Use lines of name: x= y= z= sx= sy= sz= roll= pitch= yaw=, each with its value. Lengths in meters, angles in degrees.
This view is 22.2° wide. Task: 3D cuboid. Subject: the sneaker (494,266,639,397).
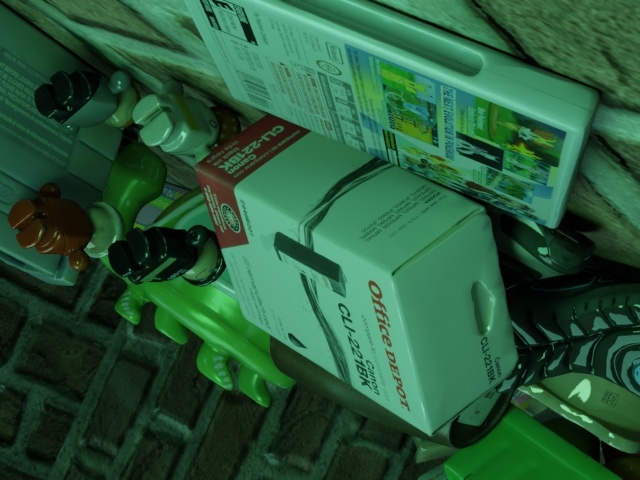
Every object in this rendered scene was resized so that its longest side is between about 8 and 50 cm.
sneaker: x=0.278 y=0.071 z=1.540 sx=0.341 sy=0.139 sz=0.125 roll=4 pitch=121 yaw=29

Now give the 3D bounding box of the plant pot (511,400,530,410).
plant pot: x=0.283 y=0.192 z=2.382 sx=0.134 sy=0.095 sz=0.134 roll=24 pitch=173 yaw=3

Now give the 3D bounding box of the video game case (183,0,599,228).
video game case: x=0.052 y=-0.109 z=1.213 sx=0.300 sy=0.036 sz=0.329 roll=23 pitch=172 yaw=9

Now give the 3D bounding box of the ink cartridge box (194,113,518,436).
ink cartridge box: x=0.031 y=0.024 z=1.462 sx=0.273 sy=0.114 sz=0.197 roll=28 pitch=145 yaw=42

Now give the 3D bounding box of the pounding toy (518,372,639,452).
pounding toy: x=0.332 y=0.121 z=1.693 sx=0.269 sy=0.154 sz=0.154 roll=31 pitch=-159 yaw=22

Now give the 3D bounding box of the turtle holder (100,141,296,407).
turtle holder: x=-0.118 y=0.031 z=1.974 sx=0.320 sy=0.227 sz=0.243 roll=34 pitch=178 yaw=39

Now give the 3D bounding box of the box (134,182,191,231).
box: x=-0.131 y=0.025 z=2.434 sx=0.214 sy=0.117 sz=0.243 roll=18 pitch=171 yaw=42

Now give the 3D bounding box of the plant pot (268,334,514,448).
plant pot: x=0.098 y=0.123 z=1.814 sx=0.230 sy=0.215 sz=0.215 roll=36 pitch=180 yaw=33

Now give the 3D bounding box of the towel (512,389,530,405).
towel: x=0.276 y=0.149 z=1.917 sx=0.144 sy=0.029 sz=0.197 roll=-20 pitch=163 yaw=10

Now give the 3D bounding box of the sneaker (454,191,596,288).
sneaker: x=0.157 y=0.017 z=1.496 sx=0.100 sy=0.108 sz=0.271 roll=29 pitch=170 yaw=-21

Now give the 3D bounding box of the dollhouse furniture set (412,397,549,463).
dollhouse furniture set: x=0.225 y=0.117 z=2.118 sx=0.286 sy=0.198 sz=0.303 roll=-12 pitch=153 yaw=-15

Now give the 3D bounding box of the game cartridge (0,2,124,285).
game cartridge: x=-0.335 y=-0.113 z=1.653 sx=0.068 sy=0.230 sz=0.355 roll=4 pitch=163 yaw=29

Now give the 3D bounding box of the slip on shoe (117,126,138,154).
slip on shoe: x=-0.260 y=-0.137 z=1.974 sx=0.041 sy=0.051 sz=0.135 roll=34 pitch=-179 yaw=14

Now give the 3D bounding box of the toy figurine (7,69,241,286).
toy figurine: x=-0.188 y=-0.063 z=1.643 sx=0.213 sy=0.209 sz=0.148 roll=12 pitch=-176 yaw=32

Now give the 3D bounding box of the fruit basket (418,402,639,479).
fruit basket: x=0.335 y=0.265 z=1.803 sx=0.353 sy=0.165 sz=0.327 roll=-19 pitch=-154 yaw=-24
